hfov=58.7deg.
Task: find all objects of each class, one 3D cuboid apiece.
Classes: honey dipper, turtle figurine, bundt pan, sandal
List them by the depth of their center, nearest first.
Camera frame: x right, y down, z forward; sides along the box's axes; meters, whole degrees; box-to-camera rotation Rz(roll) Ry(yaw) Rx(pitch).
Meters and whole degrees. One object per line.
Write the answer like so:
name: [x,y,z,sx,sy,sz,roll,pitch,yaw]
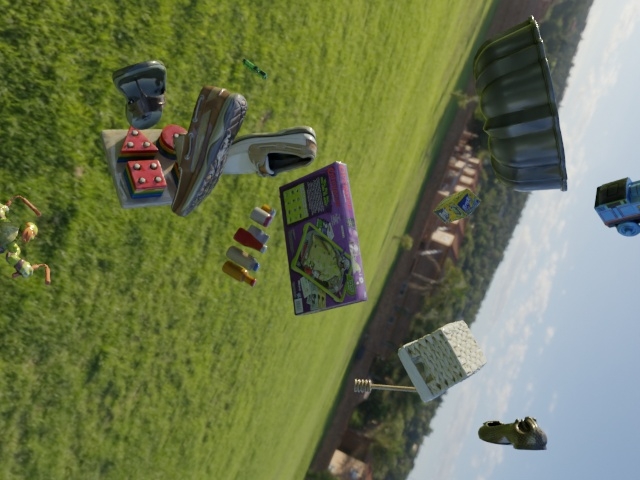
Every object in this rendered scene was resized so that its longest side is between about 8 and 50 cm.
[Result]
bundt pan: [0.373,-0.239,1.083,0.331,0.124,0.331,-12,90,-70]
turtle figurine: [-0.705,0.013,1.229,0.217,0.270,0.087,-23,152,-20]
honey dipper: [0.159,0.342,1.317,0.030,0.160,0.031,3,90,-82]
sandal: [-0.405,-0.328,1.337,0.120,0.086,0.303,-24,171,-15]

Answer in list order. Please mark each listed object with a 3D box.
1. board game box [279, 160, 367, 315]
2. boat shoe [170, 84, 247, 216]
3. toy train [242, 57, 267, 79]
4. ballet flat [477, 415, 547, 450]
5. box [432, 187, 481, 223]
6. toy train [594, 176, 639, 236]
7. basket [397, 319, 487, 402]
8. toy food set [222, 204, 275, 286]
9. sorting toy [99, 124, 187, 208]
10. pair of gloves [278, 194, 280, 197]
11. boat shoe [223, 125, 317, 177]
board game box: [0.000,0.000,1.424,0.056,0.208,0.347,5,72,-44]
boat shoe: [-0.286,-0.212,1.346,0.325,0.116,0.123,-63,176,12]
toy train: [-0.176,-0.458,1.514,0.017,0.083,0.024,-52,172,-7]
ballet flat: [0.369,0.368,1.104,0.250,0.084,0.058,93,-5,-75]
box: [0.368,-0.092,1.547,0.059,0.054,0.169,-48,-178,-9]
toy train: [0.603,-0.071,1.040,0.184,0.105,0.080,-18,-143,46]
basket: [0.244,0.231,1.116,0.103,0.113,0.167,-35,162,26]
toy food set: [-0.180,0.008,1.616,0.232,0.104,0.111,-57,168,-15]
sorting toy: [-0.483,-0.235,1.679,0.257,0.256,0.089,-9,158,-36]
pair of gloves: [-0.018,-0.148,1.659,0.198,0.159,0.023,-21,108,-30]
boat shoe: [-0.157,-0.238,1.614,0.113,0.302,0.103,59,21,-53]
